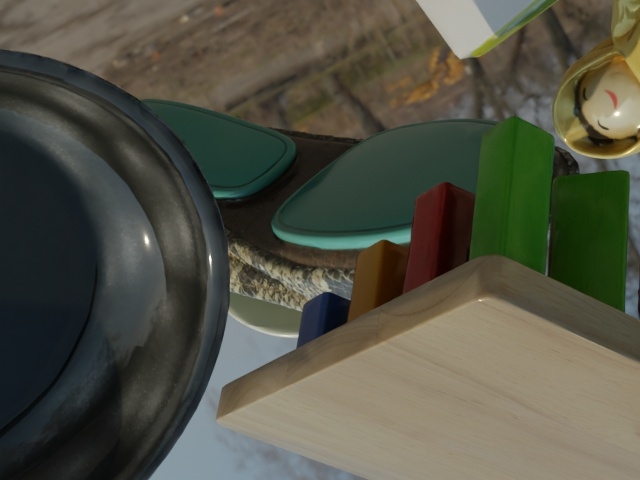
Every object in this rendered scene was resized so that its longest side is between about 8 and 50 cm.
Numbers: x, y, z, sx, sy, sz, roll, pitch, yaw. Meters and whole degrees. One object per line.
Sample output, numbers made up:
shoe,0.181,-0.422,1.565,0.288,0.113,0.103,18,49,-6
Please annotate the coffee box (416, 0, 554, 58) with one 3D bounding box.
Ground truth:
coffee box,0.132,-0.324,0.449,0.337,0.334,0.338,-38,-179,-17

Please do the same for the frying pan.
frying pan,-0.124,0.087,0.413,0.197,0.326,0.053,-14,-145,-30

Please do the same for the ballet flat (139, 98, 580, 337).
ballet flat,0.000,0.000,0.897,0.482,0.182,0.164,10,-137,46

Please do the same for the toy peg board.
toy peg board,0.075,0.037,0.453,0.160,0.161,0.079,-31,-139,52

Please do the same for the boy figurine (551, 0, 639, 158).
boy figurine,0.239,-0.130,0.804,0.092,0.177,0.285,-38,-175,-24
